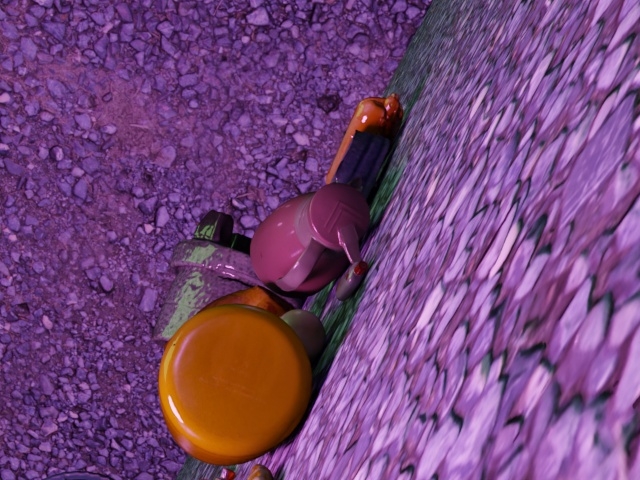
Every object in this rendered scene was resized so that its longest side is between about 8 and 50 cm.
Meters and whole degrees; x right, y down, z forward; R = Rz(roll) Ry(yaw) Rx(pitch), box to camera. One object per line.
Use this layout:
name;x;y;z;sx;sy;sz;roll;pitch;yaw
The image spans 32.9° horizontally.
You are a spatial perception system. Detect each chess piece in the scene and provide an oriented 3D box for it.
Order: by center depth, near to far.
chess piece;-0.042;0.142;1.453;0.094;0.094;0.170;-64;12;-27

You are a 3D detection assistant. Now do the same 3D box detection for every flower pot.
flower pot;-0.167;0.112;2.151;0.299;0.299;0.283;129;158;-75

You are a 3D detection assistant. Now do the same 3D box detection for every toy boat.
toy boat;0.049;-0.079;1.867;0.127;0.078;0.283;117;178;-60

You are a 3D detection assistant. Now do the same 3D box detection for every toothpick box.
toothpick box;-0.112;0.191;1.327;0.175;0.175;0.271;-64;0;-20

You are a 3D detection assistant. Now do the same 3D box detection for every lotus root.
lotus root;-0.115;0.156;1.643;0.180;0.188;0.199;-52;0;-4

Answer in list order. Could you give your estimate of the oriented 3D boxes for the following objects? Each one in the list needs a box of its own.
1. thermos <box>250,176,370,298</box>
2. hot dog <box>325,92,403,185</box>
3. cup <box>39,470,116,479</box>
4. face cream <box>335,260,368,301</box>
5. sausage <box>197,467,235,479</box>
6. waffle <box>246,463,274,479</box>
thermos;-0.013;0.003;1.613;0.176;0.146;0.265;-60;7;-18
hot dog;0.085;-0.173;2.011;0.076;0.102;0.249;59;137;36
cup;-0.367;0.518;1.608;0.292;0.242;0.308;103;-173;-59
face cream;0.042;0.048;1.381;0.040;0.021;0.083;-65;5;-29
sausage;-0.181;0.411;1.275;0.312;0.093;0.093;-63;3;-17
waffle;-0.100;0.329;1.166;0.183;0.036;0.169;-62;1;1
